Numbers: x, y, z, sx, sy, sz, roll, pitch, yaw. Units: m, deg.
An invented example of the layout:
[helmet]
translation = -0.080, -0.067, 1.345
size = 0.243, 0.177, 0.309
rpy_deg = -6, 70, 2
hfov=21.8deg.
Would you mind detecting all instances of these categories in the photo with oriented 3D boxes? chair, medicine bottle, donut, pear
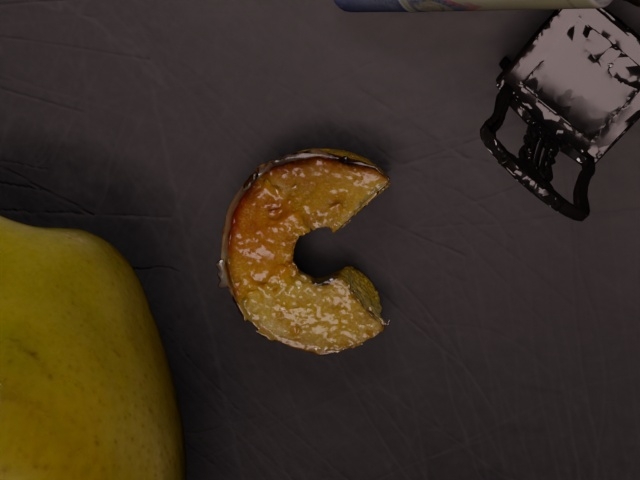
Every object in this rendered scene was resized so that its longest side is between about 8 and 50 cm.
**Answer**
[chair]
translation = 0.196, -0.111, 1.247
size = 0.106, 0.229, 0.113
rpy_deg = 38, 110, -6
[medicine bottle]
translation = 0.112, -0.203, 1.261
size = 0.231, 0.059, 0.059
rpy_deg = 4, 110, 38
[donut]
translation = -0.011, 0.001, 1.387
size = 0.146, 0.078, 0.181
rpy_deg = 2, 113, 7
[pear]
translation = -0.281, 0.178, 1.329
size = 0.362, 0.362, 0.418
rpy_deg = 9, 80, 4

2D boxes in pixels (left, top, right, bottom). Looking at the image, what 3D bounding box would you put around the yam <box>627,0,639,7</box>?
[yam]
translation = 0.172, -0.305, 1.249
size = 0.280, 0.131, 0.131
rpy_deg = 38, 107, -2
